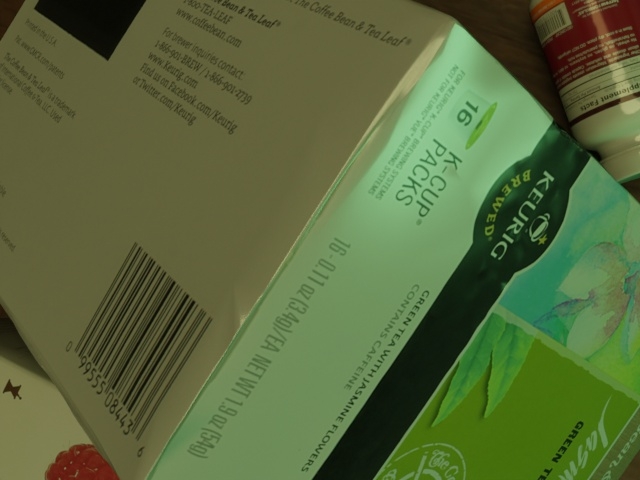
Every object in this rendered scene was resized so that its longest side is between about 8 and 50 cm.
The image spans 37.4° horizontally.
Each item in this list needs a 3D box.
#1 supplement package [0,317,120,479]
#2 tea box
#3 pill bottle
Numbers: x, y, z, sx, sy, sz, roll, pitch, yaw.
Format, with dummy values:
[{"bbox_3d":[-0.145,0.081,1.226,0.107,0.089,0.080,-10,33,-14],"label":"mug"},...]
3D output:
[{"bbox_3d":[-0.159,0.195,0.708,0.293,0.175,0.177,24,91,11],"label":"supplement package"},{"bbox_3d":[0.000,0.000,0.553,0.329,0.323,0.220,37,96,47],"label":"tea box"},{"bbox_3d":[0.216,-0.121,0.695,0.086,0.086,0.152,-19,84,10],"label":"pill bottle"}]
